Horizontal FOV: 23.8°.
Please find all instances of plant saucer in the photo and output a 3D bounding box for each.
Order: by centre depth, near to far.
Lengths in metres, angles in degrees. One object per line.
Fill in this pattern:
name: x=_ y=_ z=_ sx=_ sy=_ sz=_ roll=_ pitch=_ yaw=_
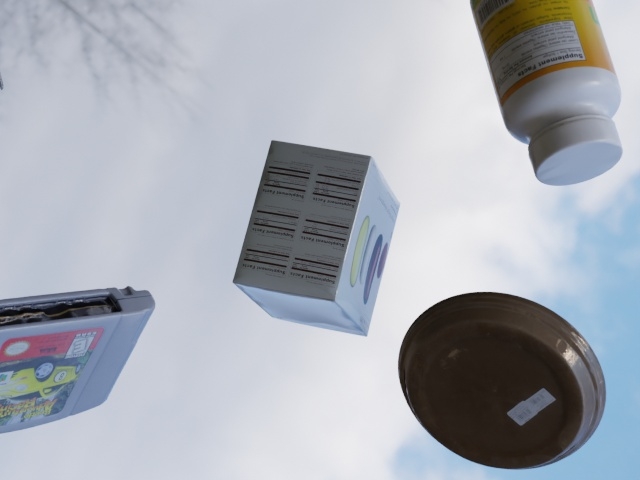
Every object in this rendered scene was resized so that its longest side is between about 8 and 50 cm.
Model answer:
plant saucer: x=0.230 y=0.192 z=1.967 sx=0.278 sy=0.278 sz=0.041 roll=-35 pitch=-167 yaw=34

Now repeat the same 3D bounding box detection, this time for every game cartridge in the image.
game cartridge: x=-0.350 y=0.147 z=1.791 sx=0.060 sy=0.294 sz=0.196 roll=55 pitch=-50 yaw=28

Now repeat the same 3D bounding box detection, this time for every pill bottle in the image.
pill bottle: x=0.262 y=-0.193 z=1.722 sx=0.136 sy=0.136 sz=0.246 roll=-33 pitch=-121 yaw=37

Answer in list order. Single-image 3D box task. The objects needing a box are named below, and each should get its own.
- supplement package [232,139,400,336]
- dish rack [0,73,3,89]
supplement package: x=0.000 y=0.000 z=2.057 sx=0.149 sy=0.194 sz=0.203 roll=10 pitch=-104 yaw=18
dish rack: x=-0.377 y=-0.217 z=1.330 sx=0.208 sy=0.272 sz=0.074 roll=-14 pitch=177 yaw=17
